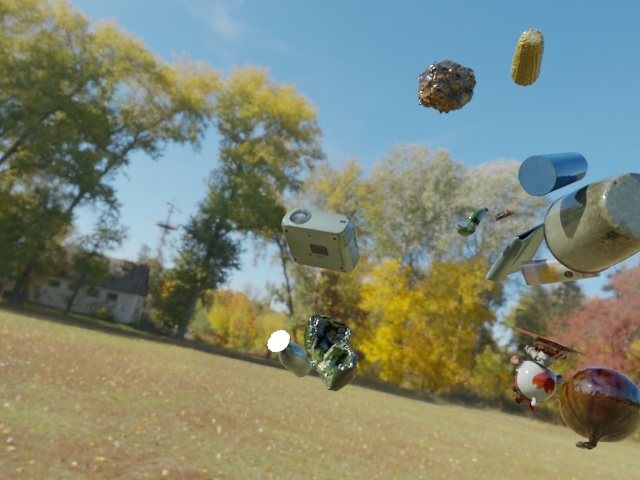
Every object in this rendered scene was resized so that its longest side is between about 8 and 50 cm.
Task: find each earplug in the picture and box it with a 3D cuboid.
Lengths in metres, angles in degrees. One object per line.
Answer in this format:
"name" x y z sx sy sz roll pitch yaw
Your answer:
"earplug" 0.787 -0.231 1.893 0.273 0.132 0.132 -15 8 -38

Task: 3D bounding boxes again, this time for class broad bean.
"broad bean" 0.582 -0.075 2.187 0.048 0.070 0.214 -17 15 48

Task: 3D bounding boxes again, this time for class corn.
"corn" 0.645 -0.564 1.783 0.091 0.091 0.260 -35 -19 6

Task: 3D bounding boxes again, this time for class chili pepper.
"chili pepper" 0.041 0.356 1.840 0.116 0.148 0.264 13 29 -41

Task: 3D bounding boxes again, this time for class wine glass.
"wine glass" -0.104 0.406 2.032 0.093 0.093 0.202 5 -36 35

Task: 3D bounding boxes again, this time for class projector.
"projector" 0.000 0.000 2.048 0.250 0.108 0.198 11 -44 27

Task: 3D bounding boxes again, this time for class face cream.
"face cream" 0.903 0.112 2.163 0.269 0.073 0.107 -10 -67 36

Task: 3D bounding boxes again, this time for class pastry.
"pastry" 0.540 -0.677 2.460 0.275 0.275 0.193 8 -40 23

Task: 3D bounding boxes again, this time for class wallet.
"wallet" 0.815 0.039 2.307 0.290 0.054 0.251 -20 -35 -33

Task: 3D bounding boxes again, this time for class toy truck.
"toy truck" 0.778 -0.110 2.427 0.083 0.032 0.024 -26 -13 14

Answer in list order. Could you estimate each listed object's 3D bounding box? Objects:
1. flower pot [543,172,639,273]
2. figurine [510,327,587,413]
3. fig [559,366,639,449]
"flower pot" 0.926 -0.060 1.847 0.294 0.293 0.330 13 -13 0
"figurine" 0.679 0.417 1.780 0.183 0.226 0.160 23 -4 -24
"fig" 0.811 0.480 1.648 0.235 0.235 0.214 10 23 13
